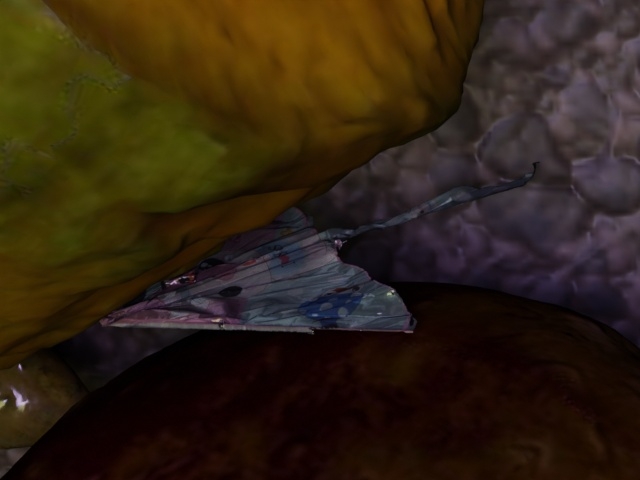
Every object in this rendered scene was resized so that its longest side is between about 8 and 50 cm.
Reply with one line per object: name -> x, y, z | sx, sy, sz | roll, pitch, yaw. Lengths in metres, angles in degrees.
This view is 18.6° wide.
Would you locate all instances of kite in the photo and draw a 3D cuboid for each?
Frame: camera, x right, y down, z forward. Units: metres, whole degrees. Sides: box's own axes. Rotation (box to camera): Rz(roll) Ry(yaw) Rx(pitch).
kite -> 0.000, 0.000, 0.610 | 0.156, 0.139, 0.011 | -18, 119, -13

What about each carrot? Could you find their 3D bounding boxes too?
carrot -> -0.081, -0.099, 0.525 | 0.340, 0.241, 0.241 | -32, 97, 30

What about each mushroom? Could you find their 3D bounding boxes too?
mushroom -> -0.004, 0.178, 0.570 | 0.345, 0.239, 0.345 | -12, 72, 42

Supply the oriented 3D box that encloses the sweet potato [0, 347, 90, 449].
sweet potato -> -0.228, -0.015, 0.713 | 0.346, 0.079, 0.108 | 42, 104, 5
